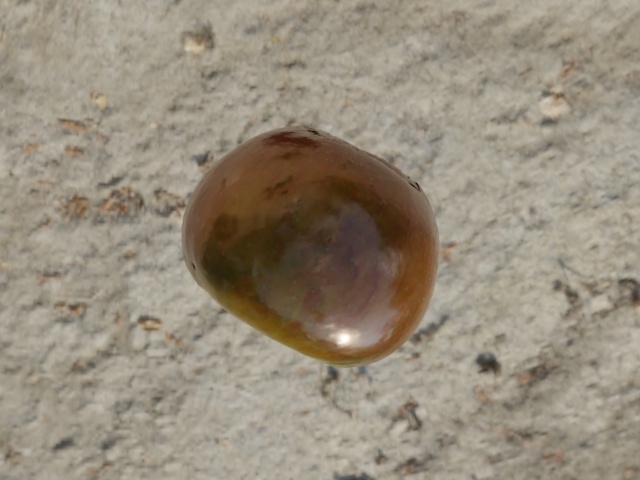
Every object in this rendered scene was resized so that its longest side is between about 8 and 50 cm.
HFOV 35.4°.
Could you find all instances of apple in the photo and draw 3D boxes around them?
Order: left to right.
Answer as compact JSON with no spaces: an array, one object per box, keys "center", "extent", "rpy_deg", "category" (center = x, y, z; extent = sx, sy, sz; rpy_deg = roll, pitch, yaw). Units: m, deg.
[{"center":[0.000,0.000,0.804],"extent":[0.210,0.235,0.173],"rpy_deg":[33,88,0],"category":"apple"}]
